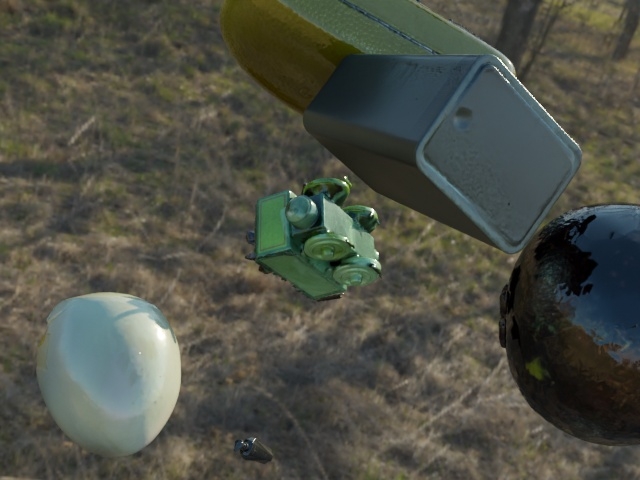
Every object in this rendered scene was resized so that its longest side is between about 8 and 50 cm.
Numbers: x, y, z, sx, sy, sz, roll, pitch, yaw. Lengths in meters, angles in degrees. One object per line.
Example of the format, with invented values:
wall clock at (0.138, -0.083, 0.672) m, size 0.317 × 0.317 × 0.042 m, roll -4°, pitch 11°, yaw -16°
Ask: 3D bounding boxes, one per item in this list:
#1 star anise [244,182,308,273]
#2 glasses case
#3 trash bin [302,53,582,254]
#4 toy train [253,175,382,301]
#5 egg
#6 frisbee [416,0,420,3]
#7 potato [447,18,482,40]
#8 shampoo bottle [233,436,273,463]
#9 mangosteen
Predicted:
star anise at (-0.093, -0.012, 1.930) m, size 0.177 × 0.234 × 0.073 m, roll -11°, pitch 29°, yaw 1°
glasses case at (0.051, -0.208, 1.038) m, size 0.371 × 0.141 × 0.173 m, roll 26°, pitch -21°, yaw -18°
trash bin at (0.106, -0.102, 0.859) m, size 0.164 × 0.122 × 0.240 m, roll 38°, pitch -6°, yaw -32°
toy train at (0.000, 0.000, 1.599) m, size 0.271 × 0.188 × 0.159 m, roll 38°, pitch 43°, yaw -51°
egg at (-0.421, 0.267, 1.733) m, size 0.283 × 0.283 × 0.345 m, roll 2°, pitch 58°, yaw -32°
frisbee at (0.113, -0.438, 1.419) m, size 0.187 × 0.211 × 0.012 m, roll 6°, pitch 5°, yaw -7°
potato at (0.216, -0.295, 1.566) m, size 0.202 × 0.182 × 0.117 m, roll 40°, pitch -1°, yaw -16°
shampoo bottle at (-0.138, 0.433, 1.773) m, size 0.027 × 0.048 × 0.137 m, roll 15°, pitch -17°, yaw 29°
mangosteen at (0.341, 0.093, 0.949) m, size 0.288 × 0.288 × 0.288 m, roll 15°, pitch 23°, yaw -7°
